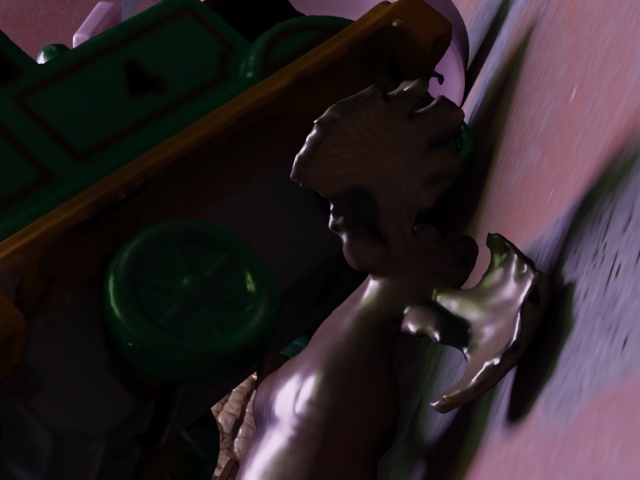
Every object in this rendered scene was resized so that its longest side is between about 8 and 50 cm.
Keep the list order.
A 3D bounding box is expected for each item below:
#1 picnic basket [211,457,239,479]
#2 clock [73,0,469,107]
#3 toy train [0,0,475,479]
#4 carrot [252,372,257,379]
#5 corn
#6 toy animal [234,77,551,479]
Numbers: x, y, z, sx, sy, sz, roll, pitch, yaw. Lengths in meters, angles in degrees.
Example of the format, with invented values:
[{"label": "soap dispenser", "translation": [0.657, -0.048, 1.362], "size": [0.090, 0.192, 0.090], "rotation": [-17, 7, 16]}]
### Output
[{"label": "picnic basket", "translation": [-0.075, 0.197, 0.929], "size": [0.083, 0.072, 0.072], "rotation": [103, -174, -48]}, {"label": "clock", "translation": [-0.015, -0.051, 0.951], "size": [0.080, 0.275, 0.290], "rotation": [-76, -26, -61]}, {"label": "toy train", "translation": [-0.091, -0.020, 0.698], "size": [0.429, 0.249, 0.178], "rotation": [-37, -18, -36]}, {"label": "carrot", "translation": [0.000, 0.000, 0.891], "size": [0.072, 0.072, 0.205], "rotation": [-80, 5, -76]}, {"label": "corn", "translation": [-0.052, 0.120, 1.101], "size": [0.087, 0.087, 0.211], "rotation": [-63, -2, 42]}, {"label": "toy animal", "translation": [0.014, 0.061, 0.474], "size": [0.186, 0.093, 0.214], "rotation": [108, 178, -79]}]
